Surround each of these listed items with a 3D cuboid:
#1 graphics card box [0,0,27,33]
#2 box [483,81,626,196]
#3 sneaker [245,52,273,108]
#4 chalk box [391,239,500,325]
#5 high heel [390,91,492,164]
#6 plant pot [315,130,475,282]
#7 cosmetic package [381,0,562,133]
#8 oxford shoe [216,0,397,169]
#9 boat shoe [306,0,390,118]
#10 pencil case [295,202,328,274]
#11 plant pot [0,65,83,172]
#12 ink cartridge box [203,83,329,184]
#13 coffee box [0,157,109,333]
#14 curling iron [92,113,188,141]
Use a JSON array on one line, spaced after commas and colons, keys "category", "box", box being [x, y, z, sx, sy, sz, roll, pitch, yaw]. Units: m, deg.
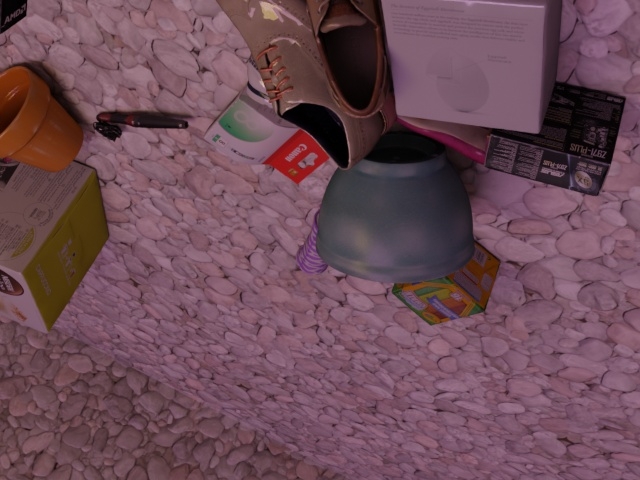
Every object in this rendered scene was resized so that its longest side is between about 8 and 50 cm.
[{"category": "graphics card box", "box": [-0.589, -0.550, 1.258, 0.232, 0.094, 0.371, 25, 132, 0]}, {"category": "box", "box": [0.361, -0.166, 1.195, 0.180, 0.147, 0.078, 16, 146, 13]}, {"category": "sneaker", "box": [-0.023, -0.268, 1.372, 0.235, 0.090, 0.095, 20, 138, 6]}, {"category": "chalk box", "box": [0.248, 0.086, 1.648, 0.132, 0.132, 0.213, 38, 146, -19]}, {"category": "high heel", "box": [0.219, -0.187, 1.343, 0.244, 0.082, 0.117, 14, 156, 10]}, {"category": "plant pot", "box": [0.134, -0.079, 1.389, 0.293, 0.293, 0.196, 10, 118, 23]}, {"category": "cosmetic package", "box": [0.221, -0.293, 1.114, 0.224, 0.138, 0.225, 12, 147, 20]}, {"category": "oxford shoe", "box": [-0.041, -0.283, 1.222, 0.397, 0.147, 0.140, 43, 148, -16]}, {"category": "boat shoe", "box": [0.037, -0.331, 1.107, 0.123, 0.116, 0.325, -16, 106, 7]}, {"category": "pencil case", "box": [0.000, 0.000, 1.742, 0.088, 0.086, 0.206, 55, 150, 18]}, {"category": "plant pot", "box": [-0.642, -0.250, 1.726, 0.205, 0.205, 0.188, -1, 155, 35]}, {"category": "ink cartridge box", "box": [-0.103, -0.194, 1.559, 0.224, 0.056, 0.181, 37, 146, -14]}, {"category": "coffee box", "box": [-0.786, -0.022, 1.998, 0.334, 0.338, 0.338, 21, 148, 5]}, {"category": "curling iron", "box": [-0.390, -0.252, 1.683, 0.274, 0.035, 0.068, 2, 145, 33]}]
